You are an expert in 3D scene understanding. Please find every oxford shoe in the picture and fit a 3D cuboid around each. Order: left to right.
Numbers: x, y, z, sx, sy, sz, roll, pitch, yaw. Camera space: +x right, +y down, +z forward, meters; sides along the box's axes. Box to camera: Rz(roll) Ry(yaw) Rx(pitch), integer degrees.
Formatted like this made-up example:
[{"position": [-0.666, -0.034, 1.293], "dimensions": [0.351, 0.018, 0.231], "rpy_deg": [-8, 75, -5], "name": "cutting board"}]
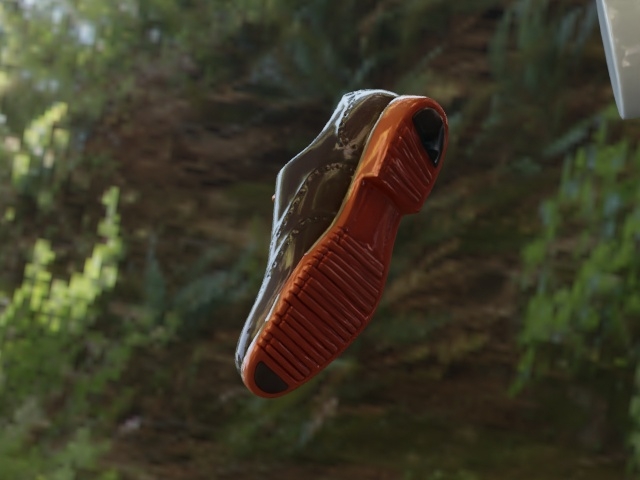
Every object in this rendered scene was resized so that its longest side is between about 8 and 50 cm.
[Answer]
[{"position": [0.000, 0.000, 1.471], "dimensions": [0.271, 0.098, 0.097], "rpy_deg": [-58, -41, -17], "name": "oxford shoe"}]

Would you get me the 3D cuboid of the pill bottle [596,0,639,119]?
[{"position": [0.283, -0.140, 1.127], "dimensions": [0.124, 0.221, 0.124], "rpy_deg": [-10, -90, -84], "name": "pill bottle"}]
